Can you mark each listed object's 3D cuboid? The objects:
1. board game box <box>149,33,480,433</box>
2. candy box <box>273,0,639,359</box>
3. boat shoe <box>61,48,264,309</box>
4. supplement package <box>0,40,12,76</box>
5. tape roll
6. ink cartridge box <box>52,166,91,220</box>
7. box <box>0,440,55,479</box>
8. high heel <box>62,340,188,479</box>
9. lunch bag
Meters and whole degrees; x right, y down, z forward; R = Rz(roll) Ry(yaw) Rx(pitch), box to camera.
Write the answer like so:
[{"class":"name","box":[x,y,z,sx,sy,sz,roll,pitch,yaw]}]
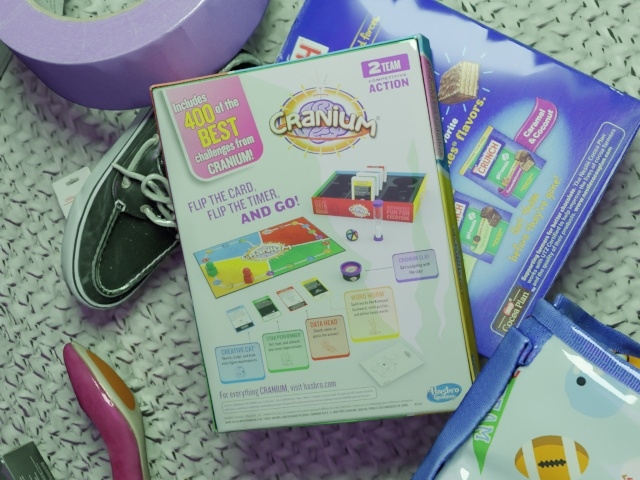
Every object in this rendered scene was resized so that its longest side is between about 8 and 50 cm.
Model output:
[{"class":"board game box","box":[0.000,0.000,0.818,0.242,0.064,0.316,-8,97,14]},{"class":"candy box","box":[0.097,-0.080,0.885,0.317,0.122,0.268,29,100,7]},{"class":"boat shoe","box":[-0.149,-0.055,0.926,0.306,0.113,0.105,-55,38,1]},{"class":"supplement package","box":[-0.458,-0.217,0.910,0.198,0.263,0.199,31,98,8]},{"class":"tape roll","box":[-0.186,-0.265,0.896,0.275,0.090,0.274,-6,67,14]},{"class":"ink cartridge box","box":[-0.246,-0.032,0.997,0.048,0.028,0.083,-25,88,10]},{"class":"box","box":[-0.344,0.411,1.006,0.242,0.076,0.307,-31,86,10]},{"class":"high heel","box":[-0.227,0.229,0.978,0.117,0.082,0.244,-33,99,0]},{"class":"lunch bag","box":[0.249,0.268,0.756,0.386,0.239,0.327,30,99,-4]}]
